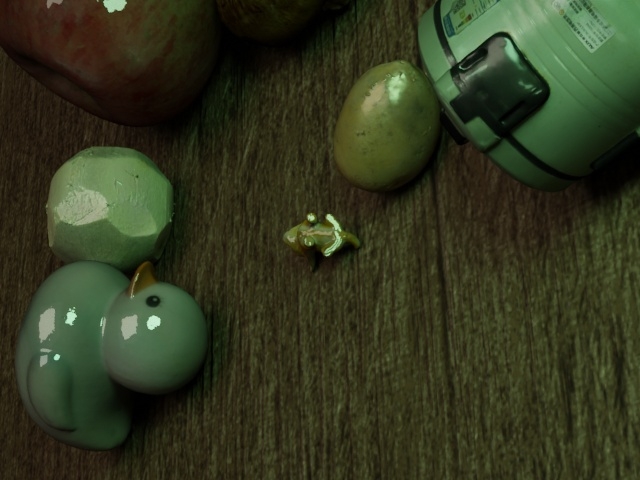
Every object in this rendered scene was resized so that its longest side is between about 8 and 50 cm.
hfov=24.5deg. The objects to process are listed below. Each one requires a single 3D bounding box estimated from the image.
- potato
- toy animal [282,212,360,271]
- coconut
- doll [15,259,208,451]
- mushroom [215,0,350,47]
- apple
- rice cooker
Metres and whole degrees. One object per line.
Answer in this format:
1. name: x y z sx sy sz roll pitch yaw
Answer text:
1. potato: 0.068 -0.122 1.555 0.147 0.112 0.112 -63 37 15
2. toy animal: 0.000 0.000 1.620 0.083 0.081 0.060 114 159 -74
3. coconut: -0.270 -0.028 1.859 0.161 0.161 0.162 -30 43 37
4. doll: -0.235 0.135 1.735 0.221 0.221 0.251 36 122 52
5. mushroom: -0.032 -0.351 1.766 0.253 0.153 0.253 -38 35 33
6. apple: -0.261 -0.307 1.880 0.345 0.345 0.269 19 73 53
7. rice cooker: 0.214 -0.167 1.313 0.244 0.226 0.226 -35 46 29
